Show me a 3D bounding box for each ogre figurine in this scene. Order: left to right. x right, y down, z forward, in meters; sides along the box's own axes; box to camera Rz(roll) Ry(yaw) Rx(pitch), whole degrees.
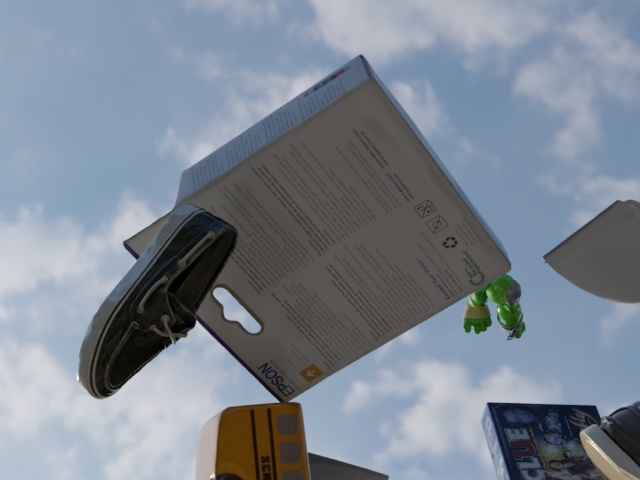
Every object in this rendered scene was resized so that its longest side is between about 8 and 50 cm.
[{"bbox_3d":[0.186,0.044,1.671,0.096,0.197,0.118,-28,-16,-16],"label":"ogre figurine"}]

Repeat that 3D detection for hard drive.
[{"bbox_3d":[-0.027,0.377,2.034,0.254,0.054,0.172,14,-28,4],"label":"hard drive"}]

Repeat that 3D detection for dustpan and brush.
[{"bbox_3d":[0.393,0.043,1.569,0.211,0.060,0.147,43,-48,-5],"label":"dustpan and brush"}]

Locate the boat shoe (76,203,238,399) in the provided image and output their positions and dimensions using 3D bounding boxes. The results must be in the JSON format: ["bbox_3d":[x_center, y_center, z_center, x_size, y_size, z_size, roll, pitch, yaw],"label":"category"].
[{"bbox_3d":[-0.161,0.066,1.291,0.219,0.070,0.078,-59,-35,-7],"label":"boat shoe"}]

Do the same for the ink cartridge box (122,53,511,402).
[{"bbox_3d":[0.000,0.000,1.480,0.330,0.071,0.324,-31,-54,13],"label":"ink cartridge box"}]

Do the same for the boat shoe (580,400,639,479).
[{"bbox_3d":[0.438,0.314,1.524,0.096,0.324,0.117,-32,-45,-9],"label":"boat shoe"}]

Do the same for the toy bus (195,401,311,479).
[{"bbox_3d":[-0.073,0.360,1.487,0.130,0.333,0.108,-1,-17,-21],"label":"toy bus"}]

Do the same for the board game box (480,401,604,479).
[{"bbox_3d":[0.321,0.317,1.749,0.165,0.243,0.042,3,-53,-10],"label":"board game box"}]
